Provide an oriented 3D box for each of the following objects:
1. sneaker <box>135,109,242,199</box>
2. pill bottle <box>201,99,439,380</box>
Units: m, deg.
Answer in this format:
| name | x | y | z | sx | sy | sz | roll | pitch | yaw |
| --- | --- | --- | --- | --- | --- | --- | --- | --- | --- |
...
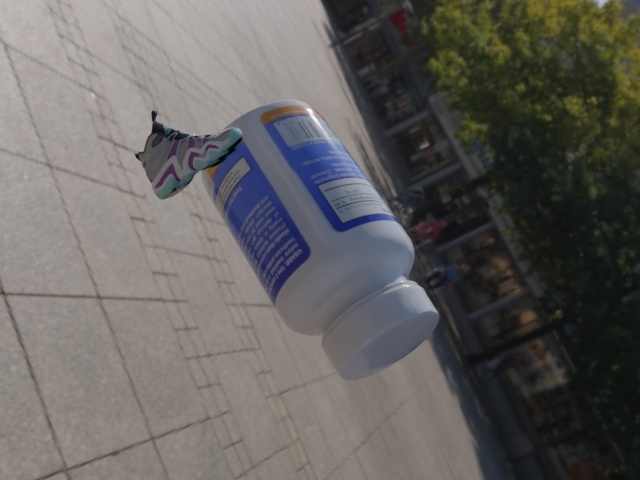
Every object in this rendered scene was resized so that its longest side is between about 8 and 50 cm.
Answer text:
| name | x | y | z | sx | sy | sz | roll | pitch | yaw |
| --- | --- | --- | --- | --- | --- | --- | --- | --- | --- |
| sneaker | -0.120 | -0.087 | 0.647 | 0.069 | 0.098 | 0.038 | 57 | 17 | -2 |
| pill bottle | 0.000 | 0.000 | 0.769 | 0.272 | 0.152 | 0.152 | 57 | 6 | 25 |
